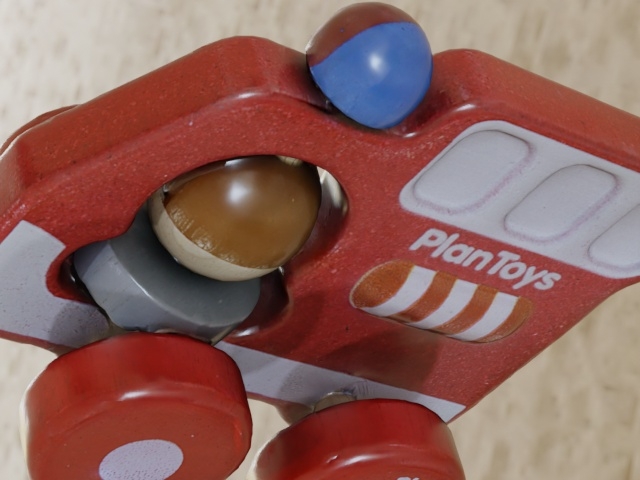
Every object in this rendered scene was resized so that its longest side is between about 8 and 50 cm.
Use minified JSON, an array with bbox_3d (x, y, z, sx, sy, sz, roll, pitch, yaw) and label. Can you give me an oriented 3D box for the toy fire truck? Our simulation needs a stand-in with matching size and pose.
[{"bbox_3d":[0.000,0.000,0.862,0.254,0.302,0.169,-44,44,31],"label":"toy fire truck"}]
